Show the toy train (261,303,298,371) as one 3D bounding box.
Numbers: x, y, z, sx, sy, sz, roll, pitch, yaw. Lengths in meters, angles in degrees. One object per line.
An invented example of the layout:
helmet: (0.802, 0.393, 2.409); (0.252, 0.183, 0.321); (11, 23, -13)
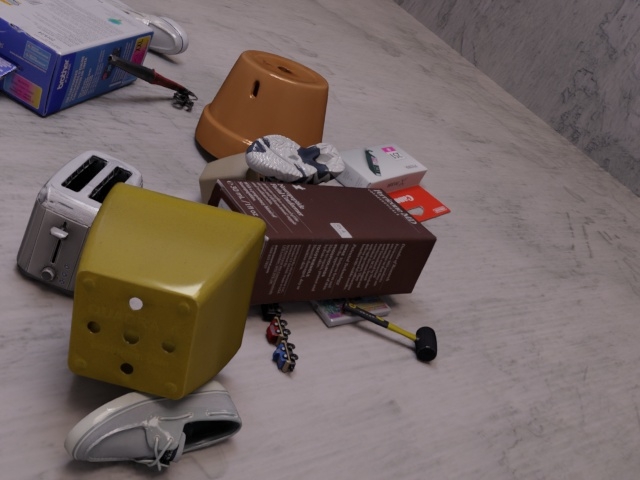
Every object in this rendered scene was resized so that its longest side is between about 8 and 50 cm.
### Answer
toy train: (-0.069, 0.147, 1.109); (0.036, 0.027, 0.158); (7, 36, -25)

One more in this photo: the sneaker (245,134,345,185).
sneaker: (-0.079, -0.123, 1.326); (0.235, 0.153, 0.094); (-13, 71, -51)

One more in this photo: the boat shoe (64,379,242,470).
boat shoe: (-0.189, 0.230, 0.839); (0.227, 0.079, 0.081); (-5, 39, -47)

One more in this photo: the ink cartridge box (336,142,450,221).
ink cartridge box: (0.184, -0.143, 1.714); (0.239, 0.060, 0.275); (41, 33, 24)

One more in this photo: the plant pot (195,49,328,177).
plant pot: (-0.107, -0.283, 1.519); (0.291, 0.203, 0.291); (19, 26, -9)

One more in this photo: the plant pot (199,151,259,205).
plant pot: (-0.173, -0.101, 1.319); (0.096, 0.109, 0.109); (1, 32, 7)

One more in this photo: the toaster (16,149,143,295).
toaster: (-0.350, -0.035, 1.044); (0.129, 0.146, 0.227); (26, 30, -4)

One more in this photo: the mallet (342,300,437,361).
mallet: (0.126, 0.149, 1.238); (0.190, 0.039, 0.062); (30, 31, -4)

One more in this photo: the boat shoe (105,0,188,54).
boat shoe: (-0.469, -0.543, 1.765); (0.267, 0.096, 0.088); (29, 35, 5)

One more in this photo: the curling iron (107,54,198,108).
curling iron: (-0.364, -0.356, 1.532); (0.068, 0.035, 0.274); (43, 11, 28)

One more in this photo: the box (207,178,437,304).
box: (0.000, 0.000, 1.236); (0.381, 0.143, 0.191); (1, 33, -39)

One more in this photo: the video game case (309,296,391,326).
video game case: (0.034, 0.094, 1.279); (0.157, 0.019, 0.143); (-4, 44, -43)

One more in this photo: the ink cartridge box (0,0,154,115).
ink cartridge box: (-0.575, -0.410, 1.423); (0.270, 0.151, 0.395); (31, 29, 5)

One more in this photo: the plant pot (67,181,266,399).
plant pot: (-0.206, 0.076, 0.872); (0.212, 0.212, 0.187); (15, 24, 1)
